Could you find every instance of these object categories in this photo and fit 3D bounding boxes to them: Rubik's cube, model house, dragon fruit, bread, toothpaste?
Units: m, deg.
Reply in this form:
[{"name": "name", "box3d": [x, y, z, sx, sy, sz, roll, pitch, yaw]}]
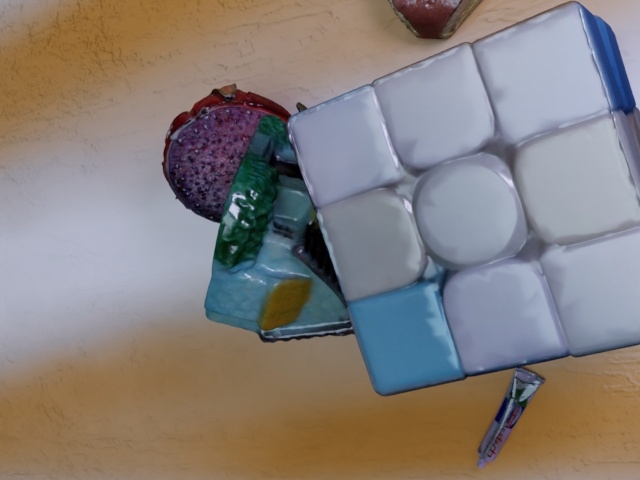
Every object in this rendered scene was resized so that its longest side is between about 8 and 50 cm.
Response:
[{"name": "Rubik's cube", "box3d": [0.219, -0.051, 0.934, 0.347, 0.344, 0.346, -16, 94, 28]}, {"name": "model house", "box3d": [0.000, 0.000, 1.042, 0.249, 0.280, 0.229, 14, 124, -1]}, {"name": "dragon fruit", "box3d": [-0.129, -0.151, 1.199, 0.219, 0.148, 0.223, 8, 123, -11]}, {"name": "bread", "box3d": [0.155, -0.341, 1.063, 0.193, 0.067, 0.119, 8, 102, 24]}, {"name": "toothpaste", "box3d": [0.273, 0.266, 1.139, 0.045, 0.028, 0.169, 27, 106, 12]}]
